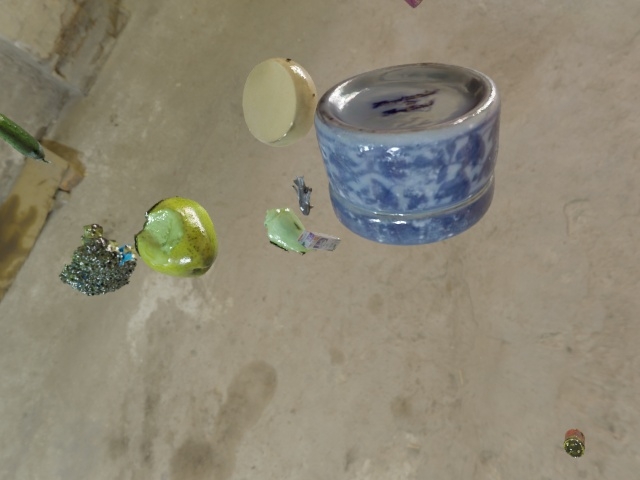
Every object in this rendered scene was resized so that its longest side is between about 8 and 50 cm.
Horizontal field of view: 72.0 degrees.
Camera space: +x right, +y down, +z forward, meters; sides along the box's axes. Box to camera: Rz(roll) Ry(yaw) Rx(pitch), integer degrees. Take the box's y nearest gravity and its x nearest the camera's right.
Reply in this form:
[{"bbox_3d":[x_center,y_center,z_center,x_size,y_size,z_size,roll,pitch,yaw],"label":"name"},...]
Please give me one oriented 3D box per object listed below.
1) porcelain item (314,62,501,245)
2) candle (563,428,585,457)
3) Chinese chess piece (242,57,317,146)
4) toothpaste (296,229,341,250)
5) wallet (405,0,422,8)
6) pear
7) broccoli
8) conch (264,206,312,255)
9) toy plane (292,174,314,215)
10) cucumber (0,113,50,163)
[{"bbox_3d":[0.074,-0.073,0.380,0.147,0.114,0.147,-7,40,6],"label":"porcelain item"},{"bbox_3d":[0.709,0.561,1.229,0.052,0.130,0.052,-5,81,32],"label":"candle"},{"bbox_3d":[-0.130,-0.431,1.385,0.273,0.102,0.274,12,108,39],"label":"Chinese chess piece"},{"bbox_3d":[0.000,0.000,1.244,0.040,0.196,0.047,39,102,21],"label":"toothpaste"},{"bbox_3d":[0.074,-0.423,0.558,0.232,0.025,0.119,34,102,-18],"label":"wallet"},{"bbox_3d":[-0.471,0.016,1.475,0.292,0.159,0.293,-2,86,23],"label":"pear"},{"bbox_3d":[-0.459,0.034,0.912,0.154,0.167,0.160,-20,72,12],"label":"broccoli"},{"bbox_3d":[-0.139,-0.030,1.830,0.137,0.143,0.251,-31,89,28],"label":"conch"},{"bbox_3d":[-0.033,-0.089,0.873,0.031,0.083,0.078,-24,21,-20],"label":"toy plane"},{"bbox_3d":[-0.798,-0.273,1.149,0.056,0.250,0.056,-2,69,7],"label":"cucumber"}]
